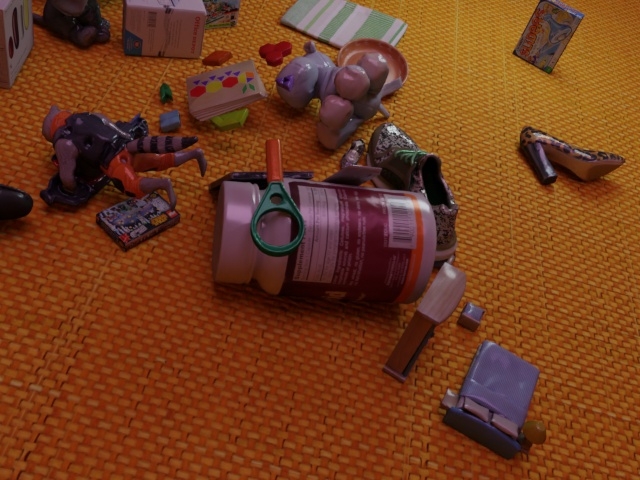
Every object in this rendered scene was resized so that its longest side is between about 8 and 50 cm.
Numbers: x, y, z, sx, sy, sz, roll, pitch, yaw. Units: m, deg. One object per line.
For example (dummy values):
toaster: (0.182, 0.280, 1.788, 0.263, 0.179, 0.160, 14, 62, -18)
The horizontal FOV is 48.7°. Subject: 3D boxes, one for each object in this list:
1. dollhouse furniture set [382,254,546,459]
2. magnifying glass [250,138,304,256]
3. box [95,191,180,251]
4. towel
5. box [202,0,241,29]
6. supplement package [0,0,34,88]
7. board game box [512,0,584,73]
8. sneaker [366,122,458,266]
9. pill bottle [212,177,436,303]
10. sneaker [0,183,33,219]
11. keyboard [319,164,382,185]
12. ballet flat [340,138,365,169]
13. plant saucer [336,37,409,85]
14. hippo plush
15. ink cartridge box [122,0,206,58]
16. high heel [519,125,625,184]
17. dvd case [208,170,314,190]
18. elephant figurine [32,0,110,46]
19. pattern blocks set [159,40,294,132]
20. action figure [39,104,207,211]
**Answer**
dollhouse furniture set: (0.319, 0.189, 1.301, 0.303, 0.198, 0.286, 31, 47, 9)
magnifying glass: (-0.078, -0.077, 1.230, 0.092, 0.026, 0.230, -2, 64, -6)
box: (-0.361, -0.044, 1.403, 0.094, 0.027, 0.137, 41, 50, 18)
towel: (0.077, -0.638, 2.076, 0.325, 0.038, 0.248, 25, 47, 4)
box: (-0.314, -0.616, 1.874, 0.207, 0.114, 0.036, -17, 57, -29)
supplement package: (-0.734, -0.483, 1.554, 0.149, 0.203, 0.194, 10, 48, -10)
board game box: (0.691, -0.627, 2.154, 0.136, 0.201, 0.035, 34, 48, 13)
sneaker: (0.227, -0.146, 1.582, 0.158, 0.182, 0.410, -3, 50, -20)
pill bottle: (0.000, 0.000, 1.348, 0.392, 0.224, 0.224, 5, 48, -13)
sneaker: (-0.675, -0.020, 1.234, 0.331, 0.122, 0.146, -6, 70, -24)
keyboard: (0.024, -0.107, 1.409, 0.072, 0.256, 0.014, 10, 73, -27)
ballet flat: (0.078, -0.207, 1.687, 0.041, 0.041, 0.114, 25, 47, 4)
plant saucer: (0.140, -0.467, 1.922, 0.200, 0.037, 0.199, 5, 60, -9)
hippo plush: (0.032, -0.393, 1.704, 0.237, 0.234, 0.294, 39, 50, 16)
ink cartridge box: (-0.391, -0.535, 1.757, 0.191, 0.139, 0.082, -3, 49, -21)
high heel: (0.666, -0.248, 1.876, 0.261, 0.093, 0.186, -9, 59, -14)
dvd case: (-0.126, -0.122, 1.444, 0.165, 0.221, 0.018, -3, 89, -20)
elephant figurine: (-0.575, -0.605, 1.690, 0.169, 0.239, 0.186, 43, 51, 20)
pattern blocks set: (-0.220, -0.353, 1.646, 0.325, 0.026, 0.285, -9, 50, 7)
action figure: (-0.397, -0.201, 1.427, 0.330, 0.178, 0.341, 18, 43, 2)
